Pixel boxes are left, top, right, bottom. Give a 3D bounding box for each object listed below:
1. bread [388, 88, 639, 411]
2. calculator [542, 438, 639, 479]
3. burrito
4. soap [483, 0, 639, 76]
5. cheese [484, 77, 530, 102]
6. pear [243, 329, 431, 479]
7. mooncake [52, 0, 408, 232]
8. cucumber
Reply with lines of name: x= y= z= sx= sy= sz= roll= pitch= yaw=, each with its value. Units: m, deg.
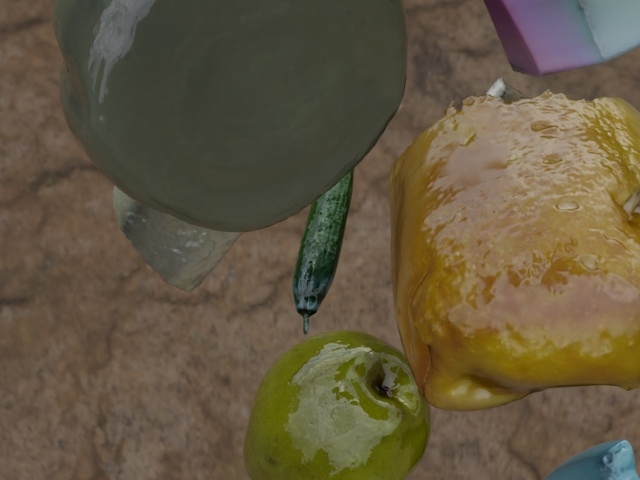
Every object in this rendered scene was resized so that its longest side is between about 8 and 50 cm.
bread: x=0.248 y=0.006 z=1.346 sx=0.361 sy=0.250 sz=0.394 roll=-9 pitch=32 yaw=9
calculator: x=0.421 y=0.464 z=1.916 sx=0.054 sy=0.386 sz=0.256 roll=-20 pitch=67 yaw=-23
burrito: x=-0.107 y=-0.083 z=1.270 sx=0.143 sy=0.299 sz=0.105 roll=37 pitch=33 yaw=-7
soap: x=0.210 y=-0.212 z=0.857 sx=0.192 sy=0.109 sz=0.324 roll=-7 pitch=20 yaw=46
cheese: x=0.271 y=-0.166 z=1.743 sx=0.034 sy=0.400 sz=0.085 roll=40 pitch=101 yaw=14
pear: x=0.020 y=0.263 z=1.744 sx=0.252 sy=0.307 sz=0.253 roll=17 pitch=46 yaw=-18
mooncake: x=-0.067 y=-0.141 z=0.926 sx=0.275 sy=0.275 sz=0.135 roll=-25 pitch=46 yaw=-12
cucumber: x=0.000 y=0.000 z=1.608 sx=0.056 sy=0.056 sz=0.250 roll=11 pitch=73 yaw=11
